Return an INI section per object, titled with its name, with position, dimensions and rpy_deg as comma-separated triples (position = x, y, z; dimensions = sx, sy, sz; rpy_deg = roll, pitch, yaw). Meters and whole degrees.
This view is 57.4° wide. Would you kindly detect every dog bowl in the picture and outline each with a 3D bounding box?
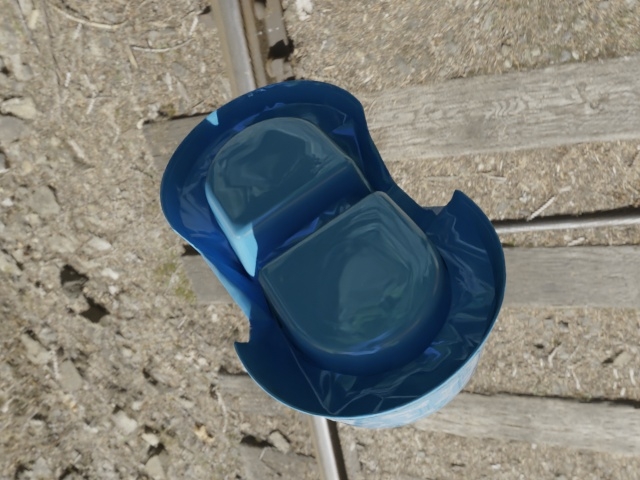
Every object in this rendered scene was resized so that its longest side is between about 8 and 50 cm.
[dog bowl]
position = 0.000, 0.000, 0.411
dimensions = 0.166, 0.297, 0.074
rpy_deg = -34, 141, -5
